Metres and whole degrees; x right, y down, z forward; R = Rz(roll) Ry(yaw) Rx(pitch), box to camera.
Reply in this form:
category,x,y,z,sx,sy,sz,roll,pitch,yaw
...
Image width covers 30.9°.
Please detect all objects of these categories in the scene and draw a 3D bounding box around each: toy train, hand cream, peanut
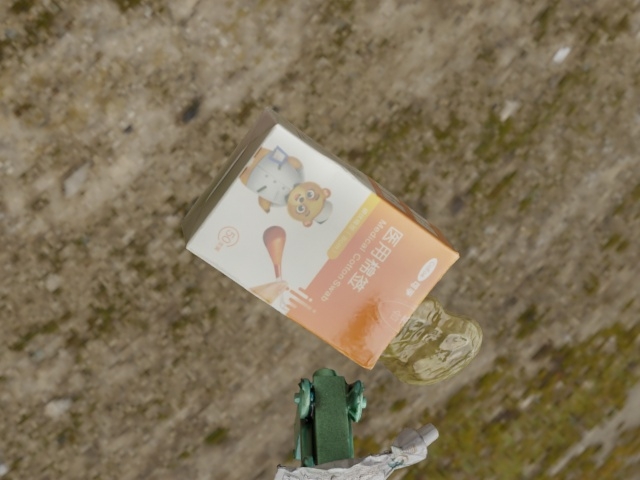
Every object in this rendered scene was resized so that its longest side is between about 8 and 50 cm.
category,x,y,z,sx,sy,sz,roll,pitch,yaw
toy train,0.011,0.360,1.889,0.120,0.298,0.194,4,131,-6
hand cream,0.050,0.301,1.558,0.256,0.050,0.084,-14,139,-26
peanut,0.169,0.176,2.060,0.233,0.110,0.196,35,128,-25

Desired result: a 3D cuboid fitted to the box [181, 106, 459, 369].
category,x,y,z,sx,sy,sz,roll,pitch,yaw
box,0.000,0.000,1.665,0.341,0.143,0.225,35,98,-18
